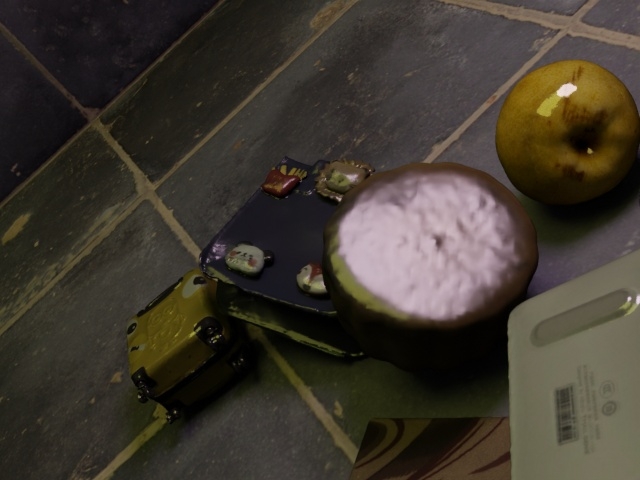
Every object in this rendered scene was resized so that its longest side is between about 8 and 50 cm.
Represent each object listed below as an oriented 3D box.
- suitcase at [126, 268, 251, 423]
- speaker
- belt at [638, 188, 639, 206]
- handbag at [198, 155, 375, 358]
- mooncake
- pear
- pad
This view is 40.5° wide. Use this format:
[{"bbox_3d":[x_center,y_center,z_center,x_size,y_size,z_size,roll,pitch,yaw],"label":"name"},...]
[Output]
[{"bbox_3d":[-0.226,0.182,1.509,0.194,0.143,0.235,-38,33,7],"label":"suitcase"},{"bbox_3d":[0.307,0.211,0.878,0.184,0.183,0.406,-26,35,31],"label":"speaker"},{"bbox_3d":[0.460,-0.025,1.004,0.139,0.126,0.230,-30,17,21],"label":"belt"},{"bbox_3d":[0.000,0.000,1.422,0.303,0.122,0.329,16,57,28],"label":"handbag"},{"bbox_3d":[0.143,0.039,1.188,0.290,0.161,0.291,-3,54,4],"label":"mooncake"},{"bbox_3d":[0.351,-0.157,1.252,0.208,0.209,0.209,-28,35,21],"label":"pear"},{"bbox_3d":[0.157,0.312,1.075,0.330,0.004,0.220,-11,43,39],"label":"pad"}]
